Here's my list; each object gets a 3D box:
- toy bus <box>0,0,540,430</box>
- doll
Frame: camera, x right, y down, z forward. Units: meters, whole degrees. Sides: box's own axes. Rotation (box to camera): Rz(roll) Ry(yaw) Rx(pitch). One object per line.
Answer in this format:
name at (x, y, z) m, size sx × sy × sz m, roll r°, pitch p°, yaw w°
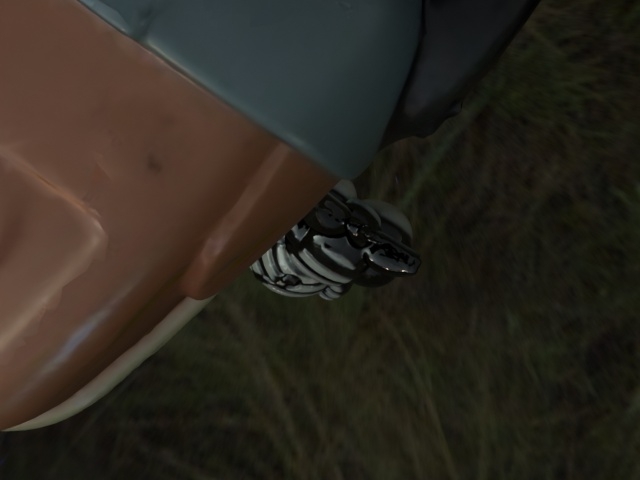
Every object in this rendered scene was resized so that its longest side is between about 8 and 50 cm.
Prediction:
toy bus at (-0.074, -0.059, 0.507) m, size 0.194 × 0.288 × 0.232 m, roll 35°, pitch 100°, yaw -6°
doll at (0.000, 0.000, 1.205) m, size 0.091 × 0.219 × 0.067 m, roll 35°, pitch 75°, yaw -13°
